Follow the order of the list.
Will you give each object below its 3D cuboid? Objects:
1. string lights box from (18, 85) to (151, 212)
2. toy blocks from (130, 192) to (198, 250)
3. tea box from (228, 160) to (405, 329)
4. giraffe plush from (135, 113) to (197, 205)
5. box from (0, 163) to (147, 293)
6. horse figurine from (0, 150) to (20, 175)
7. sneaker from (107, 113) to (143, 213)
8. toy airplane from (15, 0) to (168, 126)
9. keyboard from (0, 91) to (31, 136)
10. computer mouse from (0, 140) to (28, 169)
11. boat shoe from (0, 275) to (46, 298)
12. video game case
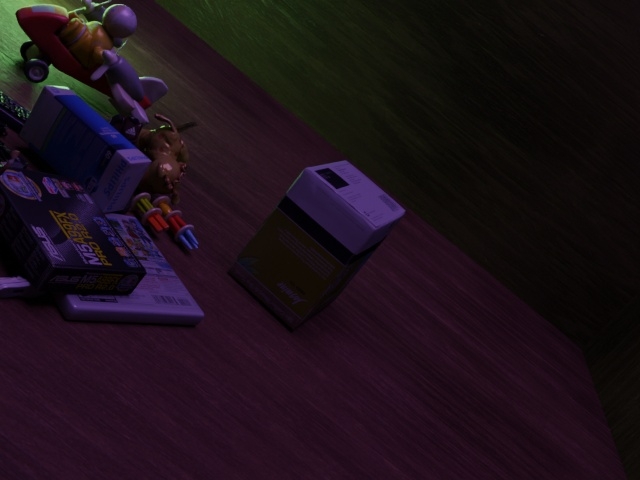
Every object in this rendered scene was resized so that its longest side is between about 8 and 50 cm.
[{"bbox_3d":[-0.489,-0.189,1.735,0.260,0.133,0.077,41,21,12],"label":"string lights box"},{"bbox_3d":[-0.344,-0.037,1.886,0.148,0.054,0.123,47,18,22],"label":"toy blocks"},{"bbox_3d":[0.000,0.000,2.043,0.220,0.323,0.329,42,19,8],"label":"tea box"},{"bbox_3d":[-0.378,-0.175,1.988,0.181,0.210,0.170,31,44,-43],"label":"giraffe plush"},{"bbox_3d":[-0.461,-0.019,1.483,0.270,0.060,0.216,48,19,27],"label":"box"},{"bbox_3d":[-0.634,-0.126,1.397,0.263,0.174,0.066,31,-2,1],"label":"horse figurine"},{"bbox_3d":[-0.452,-0.193,1.868,0.106,0.162,0.281,25,23,-40],"label":"sneaker"},{"bbox_3d":[-0.550,-0.479,2.183,0.386,0.272,0.384,41,17,6],"label":"toy airplane"},{"bbox_3d":[-0.710,-0.294,1.815,0.317,0.033,0.201,35,19,-13],"label":"keyboard"},{"bbox_3d":[-0.670,-0.177,1.572,0.184,0.060,0.262,39,6,11],"label":"computer mouse"},{"bbox_3d":[-0.490,0.072,1.366,0.100,0.035,0.035,-1,46,-54],"label":"boat shoe"},{"bbox_3d":[-0.410,0.042,1.597,0.300,0.036,0.329,50,21,28],"label":"video game case"}]
